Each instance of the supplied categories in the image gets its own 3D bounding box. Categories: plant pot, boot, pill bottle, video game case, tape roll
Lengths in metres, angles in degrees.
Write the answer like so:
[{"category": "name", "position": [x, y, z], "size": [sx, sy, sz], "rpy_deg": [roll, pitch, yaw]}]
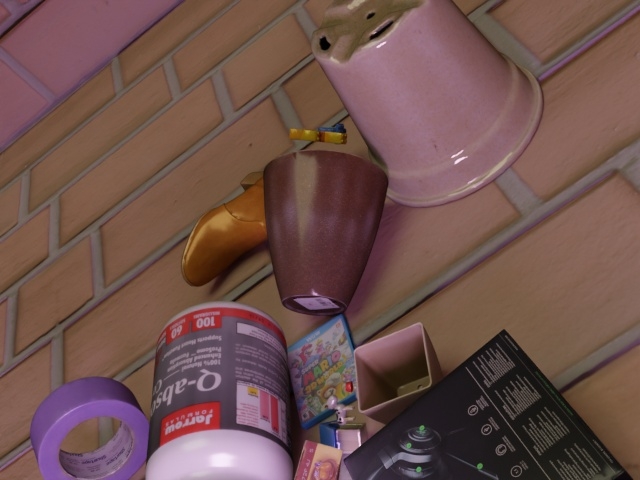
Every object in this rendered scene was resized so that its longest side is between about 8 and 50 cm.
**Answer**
[{"category": "plant pot", "position": [0.000, 0.000, 1.428], "size": [0.215, 0.215, 0.230], "rpy_deg": [-12, 62, 35]}, {"category": "boot", "position": [-0.122, -0.027, 1.631], "size": [0.211, 0.104, 0.295], "rpy_deg": [7, 55, 47]}, {"category": "plant pot", "position": [0.120, 0.197, 1.185], "size": [0.109, 0.096, 0.109], "rpy_deg": [-26, 40, 20]}, {"category": "plant pot", "position": [0.157, -0.279, 1.444], "size": [0.334, 0.305, 0.334], "rpy_deg": [-25, 41, 23]}, {"category": "pill bottle", "position": [-0.146, 0.283, 1.258], "size": [0.210, 0.210, 0.363], "rpy_deg": [-29, 39, 19]}, {"category": "video game case", "position": [0.006, 0.204, 1.357], "size": [0.119, 0.015, 0.166], "rpy_deg": [-34, 37, 13]}, {"category": "tape roll", "position": [-0.389, 0.331, 1.458], "size": [0.189, 0.189, 0.080], "rpy_deg": [-46, 37, -3]}]

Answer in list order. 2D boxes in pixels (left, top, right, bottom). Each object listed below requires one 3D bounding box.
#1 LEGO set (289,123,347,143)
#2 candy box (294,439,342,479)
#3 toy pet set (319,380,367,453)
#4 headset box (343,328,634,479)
[{"category": "LEGO set", "position": [0.016, -0.165, 1.551], "size": [0.093, 0.227, 0.087], "rpy_deg": [10, 103, 32]}, {"category": "candy box", "position": [-0.012, 0.343, 1.103], "size": [0.053, 0.186, 0.109], "rpy_deg": [14, 58, 8]}, {"category": "toy pet set", "position": [0.030, 0.244, 1.224], "size": [0.065, 0.122, 0.114], "rpy_deg": [-4, 92, 17]}, {"category": "headset box", "position": [0.191, 0.292, 0.998], "size": [0.283, 0.131, 0.246], "rpy_deg": [-41, 37, 4]}]
